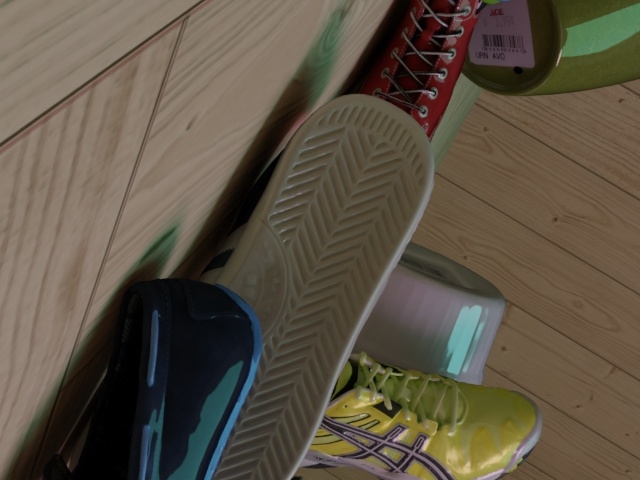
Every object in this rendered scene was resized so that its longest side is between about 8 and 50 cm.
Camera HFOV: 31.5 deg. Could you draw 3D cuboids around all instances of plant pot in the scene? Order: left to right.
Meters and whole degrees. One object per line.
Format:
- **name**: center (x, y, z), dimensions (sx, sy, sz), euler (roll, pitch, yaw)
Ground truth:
- **plant pot**: center (0.253, -0.253, 1.086), dimensions (0.293, 0.275, 0.274), euler (-34, 160, -37)

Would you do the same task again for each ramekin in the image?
- **ramekin**: center (0.121, 0.089, 1.582), dimensions (0.277, 0.277, 0.135), euler (-32, 146, -78)

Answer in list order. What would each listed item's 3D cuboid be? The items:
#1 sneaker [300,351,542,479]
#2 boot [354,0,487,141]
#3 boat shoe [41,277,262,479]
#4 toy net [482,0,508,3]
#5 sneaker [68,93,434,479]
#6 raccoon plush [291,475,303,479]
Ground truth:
- **sneaker**: center (0.079, 0.215, 1.393), dimensions (0.147, 0.385, 0.145), euler (85, 8, -52)
- **boot**: center (0.071, -0.134, 0.890), dimensions (0.176, 0.088, 0.244), euler (111, 5, -52)
- **boat shoe**: center (-0.123, 0.140, 0.641), dimensions (0.109, 0.089, 0.258), euler (12, -96, 50)
- **toy net**: center (0.153, -0.296, 0.850), dimensions (0.045, 0.122, 0.232), euler (0, -120, 45)
- **sneaker**: center (-0.041, 0.067, 0.769), dimensions (0.350, 0.131, 0.148), euler (-54, -179, -3)
- **raccoon plush**: center (-0.193, 0.433, 1.512), dimensions (0.446, 0.216, 0.299), euler (-17, -133, 52)
